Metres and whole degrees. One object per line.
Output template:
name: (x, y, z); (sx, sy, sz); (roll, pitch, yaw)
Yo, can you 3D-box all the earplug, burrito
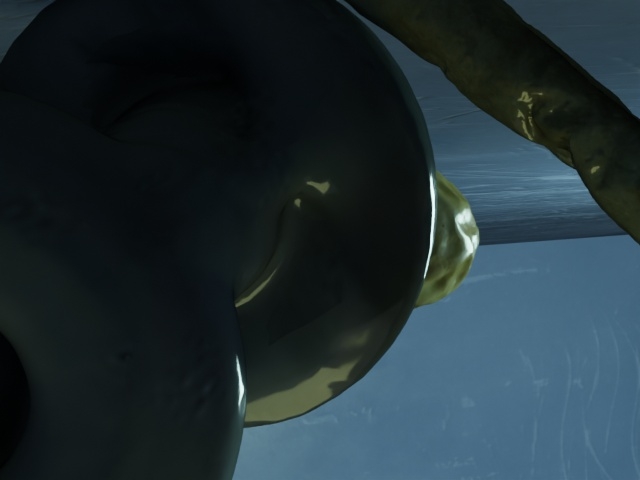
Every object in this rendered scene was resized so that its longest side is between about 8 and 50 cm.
earplug: (-0.093, 0.020, 0.661); (0.325, 0.214, 0.175); (-38, -172, -26)
burrito: (0.080, -0.049, 0.638); (0.041, 0.185, 0.045); (-45, 167, -13)

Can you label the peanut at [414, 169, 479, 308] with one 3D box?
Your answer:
peanut: (0.000, 0.000, 1.356); (0.152, 0.152, 0.313); (-8, 174, 44)
